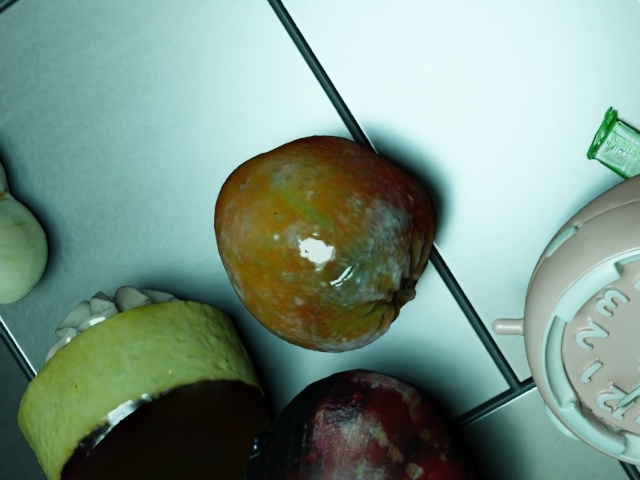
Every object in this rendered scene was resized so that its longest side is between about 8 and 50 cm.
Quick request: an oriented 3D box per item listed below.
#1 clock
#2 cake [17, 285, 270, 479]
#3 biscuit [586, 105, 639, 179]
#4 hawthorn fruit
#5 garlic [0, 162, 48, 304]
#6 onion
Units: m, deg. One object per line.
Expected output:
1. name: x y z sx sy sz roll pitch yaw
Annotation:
1. clock: 0.265 0.060 1.016 0.227 0.142 0.241 37 116 -9
2. cake: -0.160 0.125 1.107 0.178 0.185 0.207 46 113 39
3. biscuit: 0.252 -0.062 1.053 0.089 0.016 0.046 33 104 5
4. hawthorn fruit: 0.000 0.000 1.048 0.173 0.173 0.173 2 101 12
5. garlic: -0.311 -0.017 1.155 0.124 0.099 0.174 -43 93 -3
6. onion: 0.040 0.237 1.048 0.221 0.281 0.281 3 101 27
